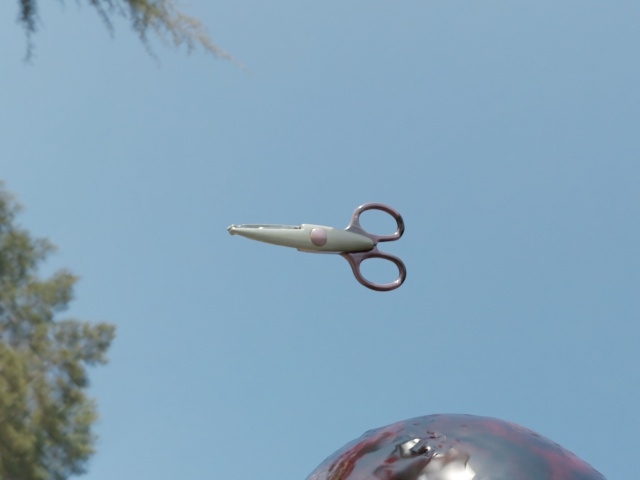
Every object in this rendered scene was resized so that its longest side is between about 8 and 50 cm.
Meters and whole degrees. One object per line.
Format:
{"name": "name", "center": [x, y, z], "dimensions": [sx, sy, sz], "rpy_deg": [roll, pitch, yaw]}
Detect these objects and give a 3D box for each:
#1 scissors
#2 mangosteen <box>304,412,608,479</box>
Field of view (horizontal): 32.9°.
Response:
{"name": "scissors", "center": [0.000, 0.000, 0.981], "dimensions": [0.022, 0.176, 0.085], "rpy_deg": [151, -59, -61]}
{"name": "mangosteen", "center": [0.127, 0.364, 0.938], "dimensions": [0.381, 0.381, 0.421], "rpy_deg": [-22, -117, 43]}
